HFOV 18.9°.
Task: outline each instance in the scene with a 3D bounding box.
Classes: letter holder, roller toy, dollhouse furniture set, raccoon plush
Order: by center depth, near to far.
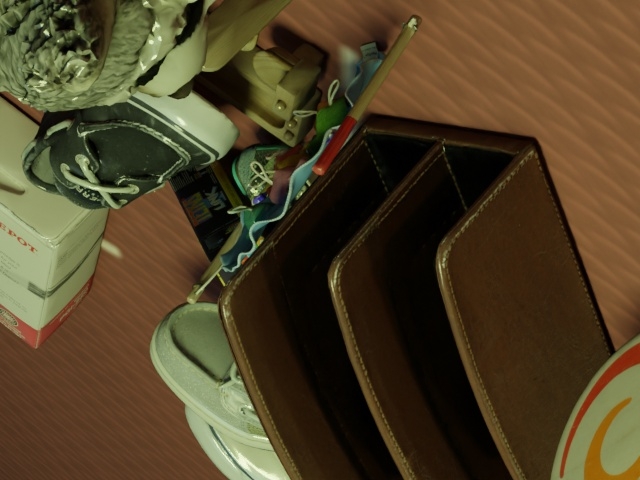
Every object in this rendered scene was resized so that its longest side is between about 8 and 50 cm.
[{"bbox_3d":[-0.186,-0.281,1.105,0.446,0.299,0.216,49,150,-11],"label":"raccoon plush"},{"bbox_3d":[0.256,0.162,1.261,0.146,0.209,0.191,26,-170,-20],"label":"roller toy"},{"bbox_3d":[-0.085,-0.122,1.373,0.144,0.123,0.151,36,150,10],"label":"dollhouse furniture set"},{"bbox_3d":[0.081,0.100,1.378,0.152,0.214,0.301,12,139,41],"label":"letter holder"}]

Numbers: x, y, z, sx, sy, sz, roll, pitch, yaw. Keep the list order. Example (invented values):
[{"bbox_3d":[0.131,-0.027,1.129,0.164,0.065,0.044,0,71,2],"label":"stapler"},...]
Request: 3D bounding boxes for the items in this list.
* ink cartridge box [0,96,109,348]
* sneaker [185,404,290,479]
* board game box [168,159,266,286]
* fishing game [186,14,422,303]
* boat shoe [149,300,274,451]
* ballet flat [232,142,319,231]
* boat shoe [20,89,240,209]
[{"bbox_3d":[-0.286,-0.019,1.777,0.158,0.092,0.218,37,152,8],"label":"ink cartridge box"},{"bbox_3d":[-0.005,0.203,1.765,0.258,0.094,0.091,38,132,-3],"label":"sneaker"},{"bbox_3d":[-0.057,0.021,1.521,0.141,0.048,0.170,62,178,-31],"label":"board game box"},{"bbox_3d":[-0.018,-0.062,1.310,0.041,0.189,0.264,36,153,-6],"label":"fishing game"},{"bbox_3d":[0.005,0.128,1.616,0.320,0.118,0.103,29,142,14],"label":"boat shoe"},{"bbox_3d":[0.000,0.000,1.504,0.070,0.070,0.188,6,139,46],"label":"ballet flat"},{"bbox_3d":[-0.160,-0.071,1.487,0.108,0.102,0.301,37,166,-25],"label":"boat shoe"}]
